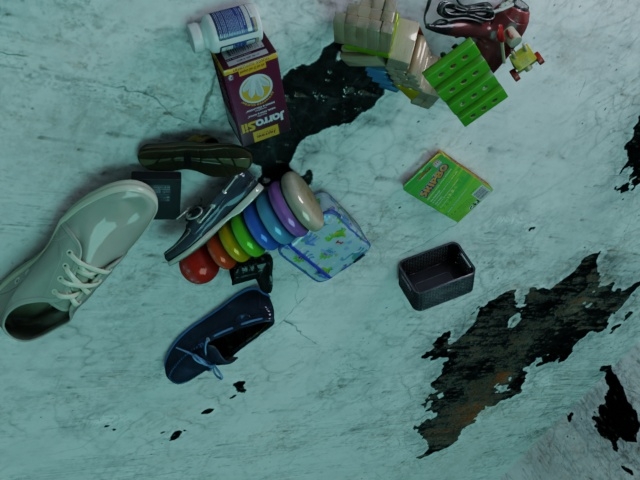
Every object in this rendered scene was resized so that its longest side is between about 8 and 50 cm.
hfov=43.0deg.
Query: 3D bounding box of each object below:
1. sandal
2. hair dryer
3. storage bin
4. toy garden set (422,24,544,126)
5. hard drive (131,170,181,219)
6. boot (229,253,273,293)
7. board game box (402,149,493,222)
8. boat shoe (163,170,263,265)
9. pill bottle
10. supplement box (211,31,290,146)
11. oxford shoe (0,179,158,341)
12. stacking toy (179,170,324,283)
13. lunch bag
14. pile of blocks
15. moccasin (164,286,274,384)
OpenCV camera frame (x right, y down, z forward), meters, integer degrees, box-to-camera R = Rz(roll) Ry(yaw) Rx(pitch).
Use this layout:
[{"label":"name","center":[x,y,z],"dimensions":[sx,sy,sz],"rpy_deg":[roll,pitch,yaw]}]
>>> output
[{"label":"sandal","center":[-0.240,-0.170,1.566],"dimensions":[0.219,0.060,0.090],"rpy_deg":[0,146,-10]},{"label":"hair dryer","center":[0.307,-0.423,1.600],"dimensions":[0.223,0.080,0.294],"rpy_deg":[-24,140,0]},{"label":"storage bin","center":[0.307,0.095,2.152],"dimensions":[0.180,0.122,0.084],"rpy_deg":[-20,142,-11]},{"label":"toy garden set","center":[0.317,-0.341,1.577],"dimensions":[0.203,0.049,0.244],"rpy_deg":[-35,153,15]},{"label":"hard drive","center":[-0.323,-0.086,1.599],"dimensions":[0.094,0.022,0.135],"rpy_deg":[-1,146,-12]},{"label":"boot","center":[-0.163,0.085,1.911],"dimensions":[0.099,0.045,0.121],"rpy_deg":[-14,133,-22]},{"label":"board game box","center":[0.306,-0.131,1.965],"dimensions":[0.124,0.039,0.259],"rpy_deg":[-45,142,19]},{"label":"boat shoe","center":[-0.232,-0.050,1.666],"dimensions":[0.254,0.095,0.079],"rpy_deg":[-41,98,7]},{"label":"pill bottle","center":[-0.164,-0.358,1.384],"dimensions":[0.120,0.067,0.067],"rpy_deg":[-18,141,-13]},{"label":"supplement box","center":[-0.126,-0.276,1.490],"dimensions":[0.104,0.081,0.188],"rpy_deg":[-22,142,-9]},{"label":"oxford shoe","center":[-0.476,0.052,1.593],"dimensions":[0.449,0.130,0.169],"rpy_deg":[-39,138,18]},{"label":"stacking toy","center":[-0.162,-0.012,1.751],"dimensions":[0.330,0.141,0.141],"rpy_deg":[-30,143,13]},{"label":"lunch bag","center":[0.000,0.000,1.883],"dimensions":[0.176,0.090,0.219],"rpy_deg":[-34,141,11]},{"label":"pile of blocks","center":[0.135,-0.375,1.544],"dimensions":[0.362,0.148,0.113],"rpy_deg":[32,71,-58]},{"label":"moccasin","center":[-0.254,0.251,1.985],"dimensions":[0.342,0.117,0.137],"rpy_deg":[-44,140,19]}]
